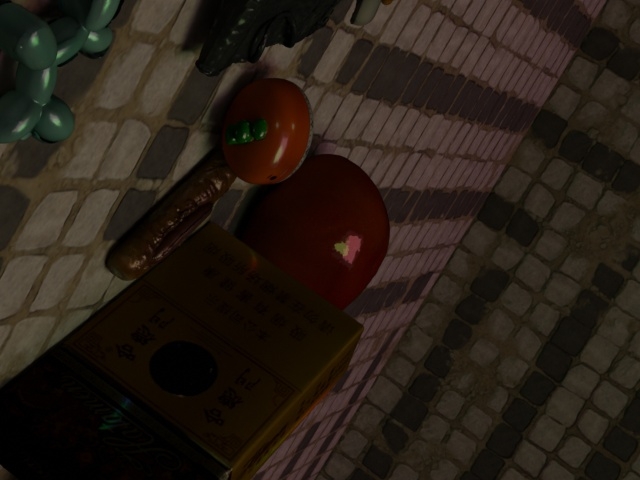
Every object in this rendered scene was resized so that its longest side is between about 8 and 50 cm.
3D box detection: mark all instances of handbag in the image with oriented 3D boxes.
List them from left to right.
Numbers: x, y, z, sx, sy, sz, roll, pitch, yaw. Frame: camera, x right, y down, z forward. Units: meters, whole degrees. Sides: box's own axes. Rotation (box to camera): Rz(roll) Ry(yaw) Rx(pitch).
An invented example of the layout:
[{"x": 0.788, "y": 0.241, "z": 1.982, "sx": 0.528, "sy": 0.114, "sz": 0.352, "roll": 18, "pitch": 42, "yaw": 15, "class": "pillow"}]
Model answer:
[{"x": -0.032, "y": -0.274, "z": 1.299, "sx": 0.270, "sy": 0.088, "sz": 0.175, "roll": -35, "pitch": 161, "yaw": -52, "class": "handbag"}]

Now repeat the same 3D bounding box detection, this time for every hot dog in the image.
[{"x": -0.169, "y": -0.025, "z": 1.428, "sx": 0.216, "sy": 0.047, "sz": 0.066, "roll": -47, "pitch": 164, "yaw": -30, "class": "hot dog"}]

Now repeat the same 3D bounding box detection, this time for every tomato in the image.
[{"x": 0.002, "y": -0.002, "z": 1.741, "sx": 0.260, "sy": 0.180, "sz": 0.260, "roll": -53, "pitch": 164, "yaw": -22, "class": "tomato"}]

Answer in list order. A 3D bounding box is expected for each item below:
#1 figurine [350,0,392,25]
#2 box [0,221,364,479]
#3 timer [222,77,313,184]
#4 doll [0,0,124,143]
[{"x": 0.134, "y": -0.344, "z": 1.430, "sx": 0.250, "sy": 0.141, "sz": 0.166, "roll": 115, "pitch": -10, "yaw": -60, "class": "figurine"}, {"x": -0.167, "y": 0.182, "z": 1.446, "sx": 0.415, "sy": 0.264, "sz": 0.116, "roll": -41, "pitch": 160, "yaw": -41, "class": "box"}, {"x": -0.067, "y": -0.130, "z": 1.419, "sx": 0.136, "sy": 0.099, "sz": 0.136, "roll": 4, "pitch": 90, "yaw": -73, "class": "timer"}, {"x": -0.228, "y": -0.146, "z": 0.994, "sx": 0.159, "sy": 0.059, "sz": 0.158, "roll": -49, "pitch": 162, "yaw": -30, "class": "doll"}]
